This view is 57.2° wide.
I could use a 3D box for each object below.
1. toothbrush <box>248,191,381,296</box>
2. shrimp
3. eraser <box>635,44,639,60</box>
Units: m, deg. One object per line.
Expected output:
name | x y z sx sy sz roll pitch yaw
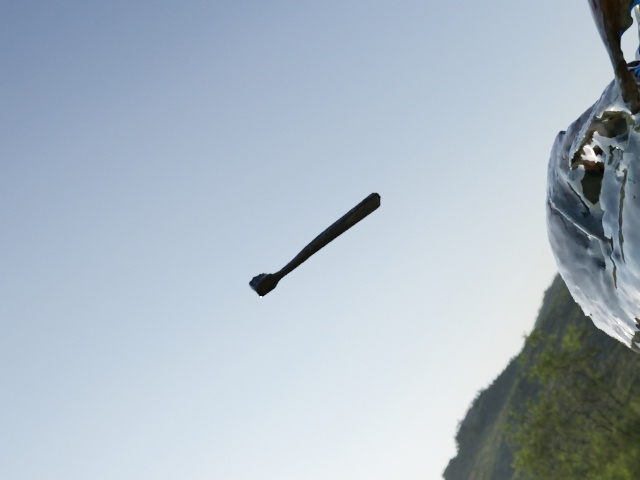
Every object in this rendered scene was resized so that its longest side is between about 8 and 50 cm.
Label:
toothbrush | 0.000 0.000 0.972 0.297 0.030 0.030 -37 -51 -29
shrimp | 0.284 -0.062 0.532 0.110 0.221 0.445 -27 -48 -9
eraser | 0.520 -0.314 0.712 0.290 0.171 0.087 81 174 -72
